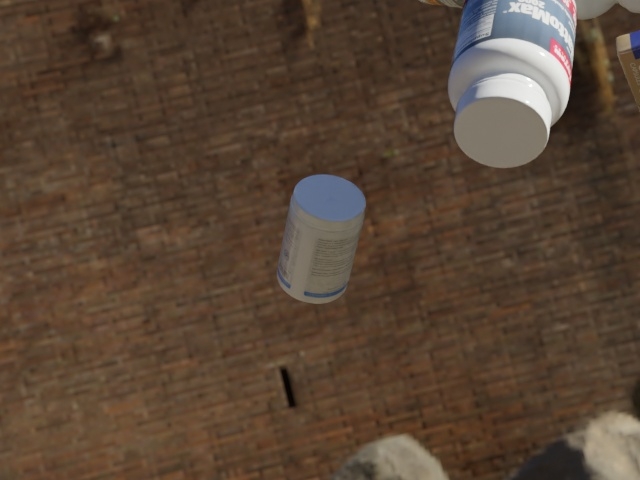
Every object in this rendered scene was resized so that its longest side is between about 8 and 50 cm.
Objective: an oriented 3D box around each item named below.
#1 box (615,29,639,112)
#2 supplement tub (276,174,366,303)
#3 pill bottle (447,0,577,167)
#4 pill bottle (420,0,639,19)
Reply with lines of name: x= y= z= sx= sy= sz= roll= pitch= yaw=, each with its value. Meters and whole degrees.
box: x=0.392 y=-0.154 z=1.158 sx=0.225 sy=0.136 sz=0.036 roll=-18 pitch=31 yaw=20
supplement tub: x=0.000 y=0.000 z=1.218 sx=0.071 sy=0.071 sz=0.107 roll=-13 pitch=-43 yaw=-28
pill bottle: x=0.171 y=-0.153 z=1.168 sx=0.108 sy=0.108 sz=0.180 roll=-15 pitch=39 yaw=29
pill bottle: x=0.229 y=-0.312 z=1.350 sx=0.279 sy=0.162 sz=0.162 roll=13 pitch=13 yaw=31
